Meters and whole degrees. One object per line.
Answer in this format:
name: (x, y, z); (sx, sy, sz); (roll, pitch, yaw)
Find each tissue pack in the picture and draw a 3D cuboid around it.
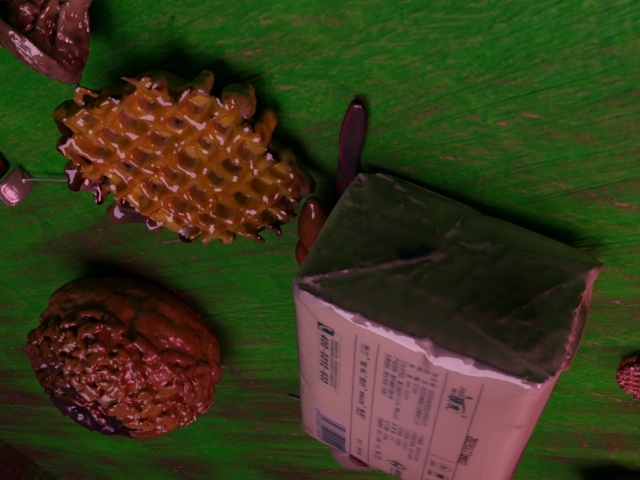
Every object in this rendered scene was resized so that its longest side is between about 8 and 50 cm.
tissue pack: (0.131, 0.135, 0.972); (0.297, 0.207, 0.380); (22, 147, 13)

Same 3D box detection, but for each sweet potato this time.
sweet potato: (-0.002, 0.000, 1.006); (0.055, 0.058, 0.202); (-10, 157, -6)

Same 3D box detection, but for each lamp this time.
lamp: (-0.389, -0.081, 1.201); (0.198, 0.056, 0.050); (0, 135, 31)

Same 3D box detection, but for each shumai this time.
shumai: (-0.281, -0.244, 0.858); (0.145, 0.145, 0.116); (40, 103, -18)

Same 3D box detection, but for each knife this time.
knife: (0.035, -0.075, 0.933); (0.035, 0.018, 0.247); (18, 149, 9)

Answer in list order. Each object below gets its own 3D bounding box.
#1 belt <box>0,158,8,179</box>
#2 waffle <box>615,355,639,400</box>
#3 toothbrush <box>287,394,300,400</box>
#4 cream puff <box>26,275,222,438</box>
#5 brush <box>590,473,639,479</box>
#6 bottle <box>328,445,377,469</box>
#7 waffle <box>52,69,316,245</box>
belt: (-0.518, -0.124, 1.248); (0.059, 0.036, 0.083); (-6, 134, 50)
waffle: (0.398, 0.165, 0.983); (0.075, 0.029, 0.083); (37, 143, -19)
toothbrush: (-0.017, 0.293, 1.481); (0.096, 0.008, 0.006); (11, 143, 26)
cream puff: (-0.341, 0.219, 1.414); (0.326, 0.231, 0.343); (12, 144, 18)
brush: (0.481, 0.359, 1.161); (0.301, 0.084, 0.071); (-29, 85, 44)
bottle: (0.132, 0.301, 1.282); (0.120, 0.120, 0.253); (44, 143, -24)
waffle: (-0.171, -0.094, 0.975); (0.329, 0.062, 0.329); (10, 147, 7)
